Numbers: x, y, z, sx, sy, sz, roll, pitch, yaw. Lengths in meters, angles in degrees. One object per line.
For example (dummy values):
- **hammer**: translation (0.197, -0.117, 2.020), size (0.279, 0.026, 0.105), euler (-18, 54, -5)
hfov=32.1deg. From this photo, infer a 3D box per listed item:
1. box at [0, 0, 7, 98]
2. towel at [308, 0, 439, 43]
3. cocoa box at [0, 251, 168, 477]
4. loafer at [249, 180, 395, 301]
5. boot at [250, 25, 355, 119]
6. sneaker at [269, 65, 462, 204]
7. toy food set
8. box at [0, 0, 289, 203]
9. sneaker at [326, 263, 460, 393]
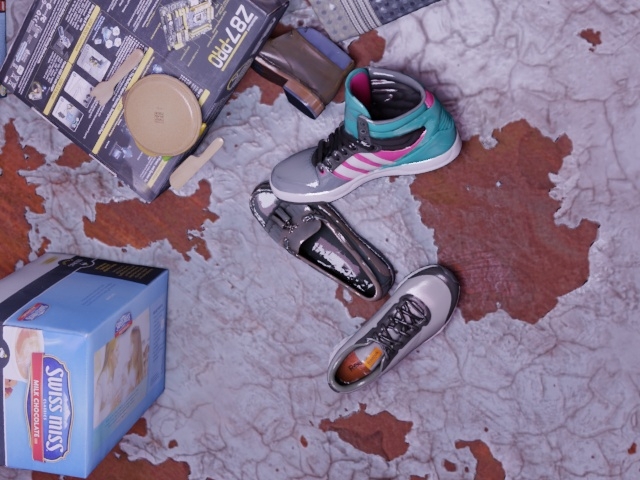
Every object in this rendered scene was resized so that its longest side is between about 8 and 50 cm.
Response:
- **box**: translation (-0.625, -0.317, 1.804), size (0.233, 0.044, 0.159), euler (6, 105, 11)
- **towel**: translation (0.083, -0.478, 1.583), size (0.312, 0.056, 0.324), euler (-21, 114, 18)
- **cocoa box**: translation (-0.395, 0.179, 1.721), size (0.227, 0.347, 0.232), euler (7, 106, 10)
- **loafer**: translation (0.000, 0.000, 1.728), size (0.267, 0.084, 0.096), euler (35, 109, 2)
- **boot**: translation (-0.051, -0.289, 1.688), size (0.219, 0.082, 0.106), euler (43, 83, 9)
- **sneaker**: translation (0.045, -0.158, 1.620), size (0.295, 0.124, 0.178), euler (-16, 139, 10)
- **toy food set**: translation (-0.231, -0.182, 1.629), size (0.132, 0.038, 0.192), euler (-39, 95, 26)
- **box**: translation (-0.275, -0.296, 1.657), size (0.318, 0.097, 0.395), euler (39, 125, 2)
- **sneaker**: translation (0.114, 0.148, 1.731), size (0.100, 0.108, 0.271), euler (44, 107, 1)
